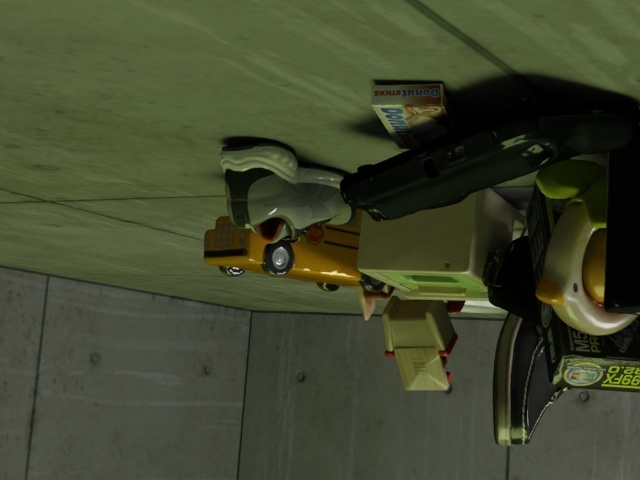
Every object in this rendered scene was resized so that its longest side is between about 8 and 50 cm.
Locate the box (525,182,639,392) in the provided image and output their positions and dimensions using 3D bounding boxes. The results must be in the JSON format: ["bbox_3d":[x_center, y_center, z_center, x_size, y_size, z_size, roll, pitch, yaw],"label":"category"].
[{"bbox_3d":[0.362,0.053,1.333,0.216,0.270,0.060,4,137,-4],"label":"box"}]

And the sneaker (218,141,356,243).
[{"bbox_3d":[-0.040,-0.043,1.394,0.100,0.108,0.271,-2,172,28],"label":"sneaker"}]

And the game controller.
[{"bbox_3d":[0.154,-0.079,1.109,0.166,0.067,0.319,-15,179,-31],"label":"game controller"}]

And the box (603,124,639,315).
[{"bbox_3d":[0.453,-0.019,0.991,0.294,0.182,0.296,8,170,-23],"label":"box"}]

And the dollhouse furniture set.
[{"bbox_3d":[0.180,0.099,1.757,0.262,0.135,0.259,-4,-152,26],"label":"dollhouse furniture set"}]

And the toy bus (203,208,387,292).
[{"bbox_3d":[0.000,0.000,1.597,0.333,0.130,0.108,11,171,-41],"label":"toy bus"}]

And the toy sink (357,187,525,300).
[{"bbox_3d":[0.167,0.008,1.523,0.153,0.131,0.234,1,169,25],"label":"toy sink"}]

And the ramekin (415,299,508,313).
[{"bbox_3d":[0.260,0.068,2.037,0.207,0.109,0.207,4,173,1],"label":"ramekin"}]

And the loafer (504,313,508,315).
[{"bbox_3d":[0.464,0.084,2.105,0.269,0.092,0.102,-9,-159,-6],"label":"loafer"}]

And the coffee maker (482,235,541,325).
[{"bbox_3d":[0.309,0.078,1.436,0.178,0.120,0.171,25,-155,29],"label":"coffee maker"}]

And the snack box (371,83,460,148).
[{"bbox_3d":[0.094,-0.115,1.086,0.064,0.022,0.178,1,172,12],"label":"snack box"}]

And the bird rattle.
[{"bbox_3d":[0.312,0.000,1.223,0.143,0.207,0.253,22,177,44],"label":"bird rattle"}]

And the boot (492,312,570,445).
[{"bbox_3d":[0.403,0.158,1.592,0.284,0.138,0.377,9,-147,20],"label":"boot"}]
